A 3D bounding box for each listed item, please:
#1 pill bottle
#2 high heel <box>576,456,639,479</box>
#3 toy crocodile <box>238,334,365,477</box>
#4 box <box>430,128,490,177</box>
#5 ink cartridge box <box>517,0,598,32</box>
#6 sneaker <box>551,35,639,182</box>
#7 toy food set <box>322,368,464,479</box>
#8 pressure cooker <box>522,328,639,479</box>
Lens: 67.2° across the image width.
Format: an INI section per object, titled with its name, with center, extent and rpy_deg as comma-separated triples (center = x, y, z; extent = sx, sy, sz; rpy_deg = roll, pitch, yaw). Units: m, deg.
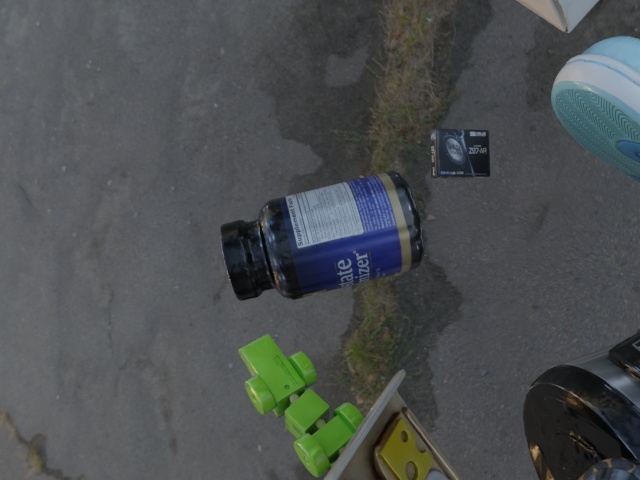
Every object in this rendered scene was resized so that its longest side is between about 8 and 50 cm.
[pill bottle]
center = 0.000, 0.000, 0.572
extent = 0.219, 0.123, 0.123
rpy_deg = -14, 77, -2
[high heel]
center = 0.226, 0.323, 0.463
extent = 0.093, 0.186, 0.261
rpy_deg = 44, 124, 40
[toy crocodile]
center = -0.029, 0.296, 0.826
extent = 0.340, 0.115, 0.105
rpy_deg = 41, 145, 31
[box]
center = 0.197, -0.122, 0.678
extent = 0.083, 0.018, 0.067
rpy_deg = -1, 90, -13
[ink cartridge box]
center = 0.247, -0.373, 0.440
extent = 0.273, 0.114, 0.198
rpy_deg = -49, 61, 22
[sneaker]
center = 0.347, -0.132, 0.389
extent = 0.208, 0.319, 0.127
rpy_deg = -63, 25, 14
[toy food set]
center = 0.146, 0.357, 0.638
extent = 0.092, 0.219, 0.306
rpy_deg = -31, 97, 46
[pressure cooker]
center = 0.564, 0.297, 0.687
extent = 0.420, 0.375, 0.370
rpy_deg = -16, 71, -6
